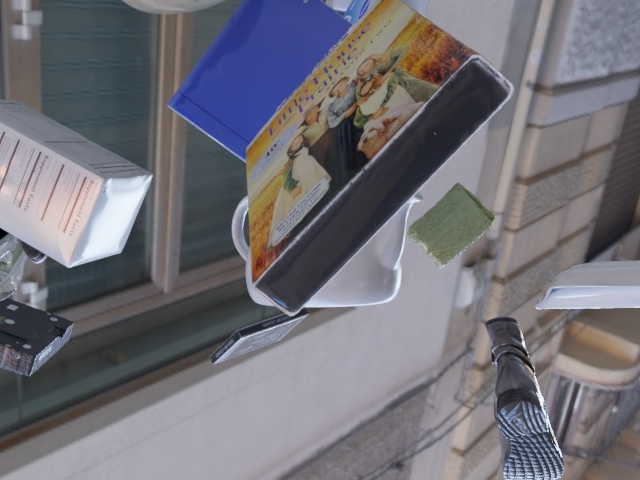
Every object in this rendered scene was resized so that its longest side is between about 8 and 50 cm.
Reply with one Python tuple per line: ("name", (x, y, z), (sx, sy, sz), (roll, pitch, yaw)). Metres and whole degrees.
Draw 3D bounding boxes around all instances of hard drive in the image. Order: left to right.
("hard drive", (-0.790, 0.200, 1.758), (0.339, 0.064, 0.237), (21, -167, -2))
("hard drive", (-0.098, -0.311, 1.354), (0.210, 0.318, 0.040), (36, 177, -9))

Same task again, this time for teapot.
("teapot", (0.000, 0.000, 1.128), (0.256, 0.187, 0.252), (-2, 180, -9))

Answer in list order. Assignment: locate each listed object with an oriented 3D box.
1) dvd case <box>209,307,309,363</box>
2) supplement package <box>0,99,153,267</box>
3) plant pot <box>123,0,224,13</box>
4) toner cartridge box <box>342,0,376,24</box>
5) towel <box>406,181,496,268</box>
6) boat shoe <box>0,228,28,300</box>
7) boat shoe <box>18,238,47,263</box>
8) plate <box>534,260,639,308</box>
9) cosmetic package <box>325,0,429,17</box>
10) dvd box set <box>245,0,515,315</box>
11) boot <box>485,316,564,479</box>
("dvd case", (-0.165, 0.258, 2.020), (0.239, 0.179, 0.029), (-14, -111, -41))
("supplement package", (-0.385, -0.084, 1.030), (0.244, 0.133, 0.139), (29, -166, 11))
("plant pot", (-0.238, -0.461, 1.142), (0.284, 0.191, 0.284), (24, -130, -33))
("toner cartridge box", (0.160, -0.408, 1.760), (0.075, 0.165, 0.348), (25, 172, 42))
("towel", (0.250, -0.027, 1.422), (0.110, 0.148, 0.027), (47, -177, 13))
("boat shoe", (-0.629, 0.000, 1.444), (0.118, 0.103, 0.320), (-15, -147, 1))
("boat shoe", (-0.444, -0.024, 1.120), (0.046, 0.125, 0.038), (-25, 158, 8))
("plate", (0.477, 0.068, 1.126), (0.277, 0.045, 0.278), (-3, 168, 11))
("cosmetic package", (0.137, -0.619, 1.815), (0.224, 0.138, 0.224), (5, -162, -6))
("dvd box set", (0.032, -0.133, 0.872), (0.062, 0.307, 0.420), (38, -164, -21))
("boot", (0.396, 0.319, 1.459), (0.118, 0.338, 0.222), (-7, -138, 9))
